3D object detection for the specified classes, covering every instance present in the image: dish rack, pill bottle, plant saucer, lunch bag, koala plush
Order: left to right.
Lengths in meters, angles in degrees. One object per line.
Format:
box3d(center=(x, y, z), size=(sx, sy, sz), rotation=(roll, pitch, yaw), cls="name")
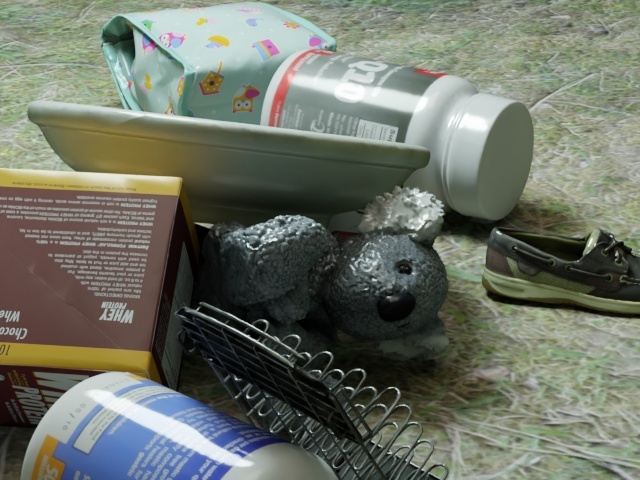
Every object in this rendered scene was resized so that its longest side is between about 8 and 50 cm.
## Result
box3d(center=(-0.079, 0.205, 1.358), size=(0.272, 0.152, 0.152), rotation=(19, 30, 38), cls="pill bottle")
box3d(center=(-0.135, -0.221, 2.359), size=(0.223, 0.160, 0.262), rotation=(-13, 32, -27), cls="lunch bag")
box3d(center=(-0.095, -0.068, 1.843), size=(0.401, 0.100, 0.400), rotation=(7, 2, 0), cls="plant saucer")
box3d(center=(0.008, 0.138, 1.408), size=(0.208, 0.271, 0.074), rotation=(23, 64, 43), cls="dish rack")
box3d(center=(0.018, 0.045, 1.701), size=(0.221, 0.196, 0.203), rotation=(-13, 16, -19), cls="koala plush")
box3d(center=(0.088, -0.119, 2.109), size=(0.283, 0.161, 0.161), rotation=(14, 27, 30), cls="pill bottle")

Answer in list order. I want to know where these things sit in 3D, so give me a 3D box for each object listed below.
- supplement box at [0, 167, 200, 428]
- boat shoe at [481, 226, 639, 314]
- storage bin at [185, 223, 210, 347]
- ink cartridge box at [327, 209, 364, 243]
box3d(center=(-0.219, 0.054, 1.631), size=(0.191, 0.129, 0.194), rotation=(3, 60, 7), cls="supplement box")
box3d(center=(0.276, 0.025, 1.883), size=(0.224, 0.073, 0.080), rotation=(4, 23, 10), cls="boat shoe")
box3d(center=(-0.172, 0.050, 1.811), size=(0.122, 0.084, 0.180), rotation=(19, 30, 38), cls="storage bin")
box3d(center=(0.000, 0.000, 1.962), size=(0.135, 0.056, 0.099), rotation=(21, 31, 39), cls="ink cartridge box")
